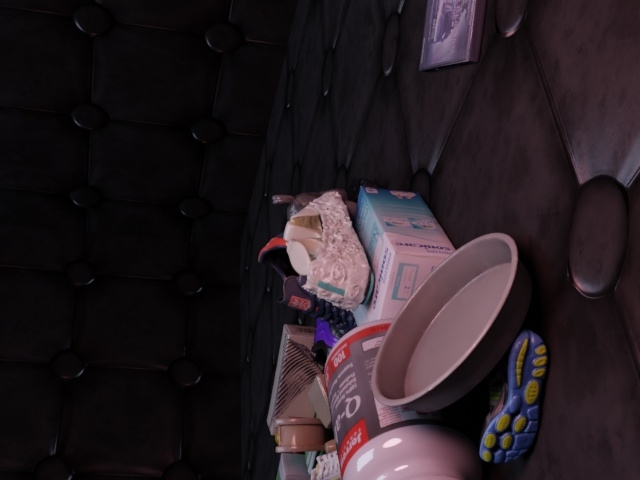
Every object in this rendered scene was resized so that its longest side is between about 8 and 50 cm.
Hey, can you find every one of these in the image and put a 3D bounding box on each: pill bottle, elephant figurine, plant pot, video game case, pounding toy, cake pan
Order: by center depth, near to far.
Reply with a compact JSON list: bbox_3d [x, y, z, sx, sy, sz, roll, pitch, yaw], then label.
[{"bbox_3d":[0.185,0.120,1.282,0.293,0.054,0.293,-48,14,16],"label":"cake pan"},{"bbox_3d":[0.127,0.306,1.398,0.363,0.210,0.210,-102,21,-55],"label":"pill bottle"},{"bbox_3d":[0.238,-0.409,1.649,0.274,0.026,0.196,-147,63,-78],"label":"video game case"},{"bbox_3d":[0.042,0.361,2.063,0.109,0.109,0.096,112,148,-54],"label":"plant pot"},{"bbox_3d":[-0.001,0.009,2.071,0.186,0.169,0.239,49,147,29],"label":"elephant figurine"},{"bbox_3d":[-0.044,0.498,2.179,0.269,0.154,0.155,150,120,-64],"label":"pounding toy"}]

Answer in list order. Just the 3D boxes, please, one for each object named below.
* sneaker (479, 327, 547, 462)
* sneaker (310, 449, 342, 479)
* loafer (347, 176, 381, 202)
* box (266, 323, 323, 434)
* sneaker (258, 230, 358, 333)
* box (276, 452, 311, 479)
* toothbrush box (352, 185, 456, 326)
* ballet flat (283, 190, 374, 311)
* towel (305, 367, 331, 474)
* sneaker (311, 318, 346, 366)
[{"bbox_3d":[0.254,0.206,1.216,0.078,0.067,0.188,-106,27,-80],"label":"sneaker"},{"bbox_3d":[0.041,0.500,2.015,0.229,0.092,0.088,113,161,-52],"label":"sneaker"},{"bbox_3d":[0.099,-0.106,2.079,0.170,0.061,0.062,-148,80,-78],"label":"loafer"},{"bbox_3d":[-0.059,0.360,2.355,0.094,0.113,0.275,-129,47,-74],"label":"box"},{"bbox_3d":[0.004,0.123,1.880,0.350,0.148,0.131,47,138,23],"label":"sneaker"},{"bbox_3d":[-0.057,0.622,2.401,0.101,0.101,0.087,-112,31,-68],"label":"box"},{"bbox_3d":[0.138,0.058,1.672,0.295,0.126,0.217,-110,28,-62],"label":"toothbrush box"},{"bbox_3d":[0.000,0.000,1.725,0.409,0.146,0.147,-114,31,-68],"label":"ballet flat"},{"bbox_3d":[-0.010,0.427,2.437,0.325,0.038,0.248,-104,24,-63],"label":"towel"},{"bbox_3d":[0.022,0.215,2.119,0.146,0.102,0.293,-64,15,8],"label":"sneaker"}]
